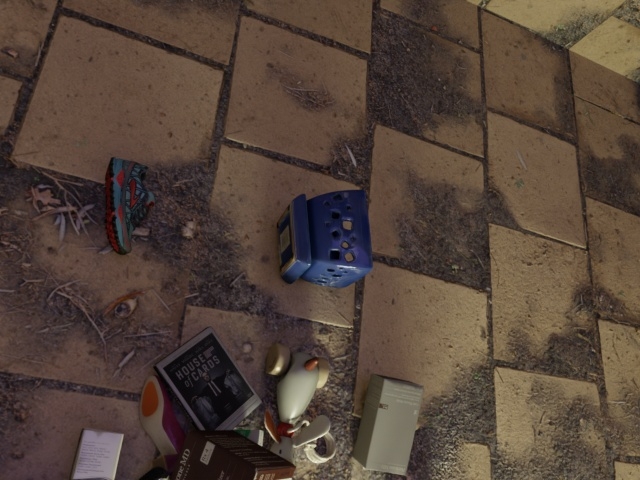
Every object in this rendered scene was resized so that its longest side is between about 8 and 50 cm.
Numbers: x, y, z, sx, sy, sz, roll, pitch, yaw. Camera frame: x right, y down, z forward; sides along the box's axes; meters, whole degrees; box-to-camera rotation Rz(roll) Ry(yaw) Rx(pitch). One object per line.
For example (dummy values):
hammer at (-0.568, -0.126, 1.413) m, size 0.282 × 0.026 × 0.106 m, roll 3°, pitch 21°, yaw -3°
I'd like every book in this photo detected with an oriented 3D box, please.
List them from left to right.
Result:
book at (-0.186, 0.531, 1.340) m, size 0.035 × 0.096 × 0.144 m, roll 37°, pitch 49°, yaw -52°

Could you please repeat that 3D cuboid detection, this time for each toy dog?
toy dog at (-0.053, 0.417, 1.408) m, size 0.220 × 0.161 × 0.334 m, roll -4°, pitch 73°, yaw -27°

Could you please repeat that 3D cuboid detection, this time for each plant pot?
plant pot at (0.000, 0.000, 1.555) m, size 0.212 × 0.236 × 0.236 m, roll 0°, pitch 72°, yaw -19°

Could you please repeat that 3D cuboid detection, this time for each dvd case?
dvd case at (-0.273, 0.356, 1.376) m, size 0.179 × 0.029 × 0.239 m, roll -35°, pitch 92°, yaw -43°

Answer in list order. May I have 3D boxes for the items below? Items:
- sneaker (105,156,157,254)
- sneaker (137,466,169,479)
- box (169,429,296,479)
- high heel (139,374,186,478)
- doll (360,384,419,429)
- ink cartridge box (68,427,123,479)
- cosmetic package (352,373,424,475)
sneaker at (-0.477, -0.091, 1.420) m, size 0.125 × 0.104 × 0.262 m, roll 2°, pitch 71°, yaw -28°
sneaker at (-0.373, 0.557, 1.219) m, size 0.075 × 0.161 × 0.057 m, roll 48°, pitch 19°, yaw -11°
box at (-0.197, 0.532, 1.218) m, size 0.167 × 0.203 × 0.169 m, roll 32°, pitch 76°, yaw -58°
high heel at (-0.352, 0.439, 1.322) m, size 0.117 × 0.082 × 0.244 m, roll 26°, pitch 36°, yaw -57°
doll at (0.209, 0.477, 1.581) m, size 0.189 × 0.046 × 0.129 m, roll 38°, pitch 67°, yaw -10°
ink cartridge box at (-0.482, 0.505, 1.171) m, size 0.085 × 0.148 × 0.203 m, roll 15°, pitch 66°, yaw -20°
cosmetic package at (0.181, 0.489, 1.496) m, size 0.127 × 0.107 × 0.238 m, roll 14°, pitch 81°, yaw -17°
